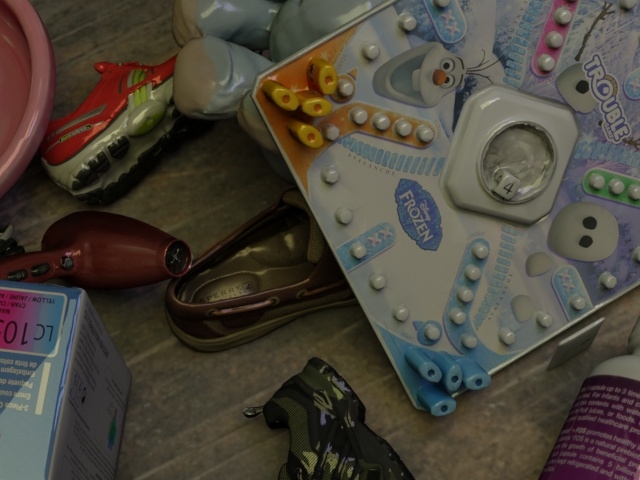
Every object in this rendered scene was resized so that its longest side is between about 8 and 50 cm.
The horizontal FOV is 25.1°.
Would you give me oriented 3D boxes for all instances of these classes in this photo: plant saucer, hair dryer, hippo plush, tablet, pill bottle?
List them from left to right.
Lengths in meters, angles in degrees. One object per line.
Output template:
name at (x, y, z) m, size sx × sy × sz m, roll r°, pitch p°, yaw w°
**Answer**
plant saucer at (-0.422, -0.133, 1.494) m, size 0.332 × 0.084 × 0.332 m, roll -5°, pitch 67°, yaw 13°
hair dryer at (-0.265, 0.034, 1.397) m, size 0.293 × 0.223 × 0.080 m, roll -9°, pitch 109°, yaw 5°
hippo plush at (-0.005, -0.188, 1.460) m, size 0.294 × 0.236 × 0.234 m, roll -41°, pitch 67°, yaw -4°
tablet at (0.252, 0.102, 1.418) m, size 0.054 × 0.083 × 0.006 m, roll -29°, pitch 71°, yaw -10°
pill bottle at (0.298, 0.214, 1.328) m, size 0.169 × 0.169 × 0.301 m, roll 25°, pitch 71°, yaw 10°

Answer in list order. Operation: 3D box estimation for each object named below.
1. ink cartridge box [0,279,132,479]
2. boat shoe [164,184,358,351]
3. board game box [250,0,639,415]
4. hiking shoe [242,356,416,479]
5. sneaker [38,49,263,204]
ink cartridge box at (-0.284, 0.259, 1.262) m, size 0.151 × 0.270 × 0.396 m, roll 4°, pitch 68°, yaw 4°
boat shoe at (0.000, 0.000, 1.441) m, size 0.342 × 0.123 × 0.123 m, roll -23°, pitch 70°, yaw -8°
board game box at (0.187, -0.075, 1.360) m, size 0.390 × 0.050 × 0.390 m, roll -30°, pitch 113°, yaw -6°
hiking shoe at (0.021, 0.229, 1.383) m, size 0.114 × 0.086 × 0.227 m, roll -35°, pitch 66°, yaw 2°
sneaker at (-0.183, -0.162, 1.523) m, size 0.279 × 0.107 × 0.118 m, roll -39°, pitch 63°, yaw -16°
